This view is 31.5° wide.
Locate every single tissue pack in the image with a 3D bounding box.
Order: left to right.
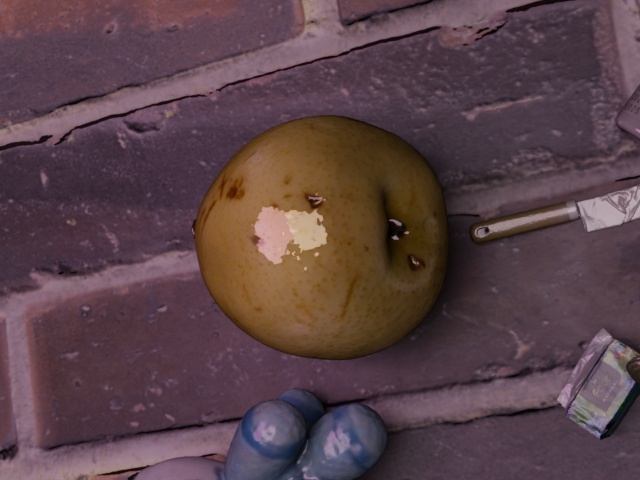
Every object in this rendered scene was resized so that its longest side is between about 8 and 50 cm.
[{"bbox_3d":[0.338,0.168,1.351,0.079,0.085,0.111,34,99,21],"label":"tissue pack"}]

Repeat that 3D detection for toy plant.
[{"bbox_3d":[-0.057,0.316,1.432,0.332,0.247,0.247,-32,75,9],"label":"toy plant"}]

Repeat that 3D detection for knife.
[{"bbox_3d":[0.332,-0.033,1.407,0.297,0.017,0.047,-14,82,15],"label":"knife"}]

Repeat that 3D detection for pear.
[{"bbox_3d":[0.000,0.000,1.390,0.309,0.309,0.309,-2,85,21],"label":"pear"}]

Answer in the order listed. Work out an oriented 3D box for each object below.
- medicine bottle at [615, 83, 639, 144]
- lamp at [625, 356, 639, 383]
[{"bbox_3d":[0.435,-0.178,1.333,0.105,0.105,0.168,39,100,19],"label":"medicine bottle"},{"bbox_3d":[0.471,0.249,1.240,0.203,0.124,0.283,-13,88,47],"label":"lamp"}]
